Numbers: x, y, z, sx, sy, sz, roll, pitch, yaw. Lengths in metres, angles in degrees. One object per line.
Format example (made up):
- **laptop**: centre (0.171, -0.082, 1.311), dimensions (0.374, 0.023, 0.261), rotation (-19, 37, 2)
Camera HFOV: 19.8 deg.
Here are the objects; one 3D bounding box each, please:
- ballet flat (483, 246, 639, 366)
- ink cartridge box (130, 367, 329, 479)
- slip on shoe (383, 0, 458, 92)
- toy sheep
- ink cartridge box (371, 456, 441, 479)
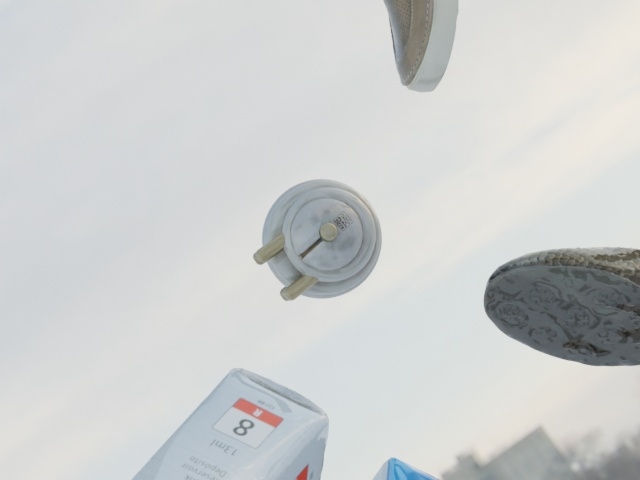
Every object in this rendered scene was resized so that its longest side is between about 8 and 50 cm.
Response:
- **ballet flat**: centre (0.229, 0.034, 1.158), dimensions (0.249, 0.058, 0.084), rotation (1, -49, 8)
- **ink cartridge box**: centre (-0.062, 0.146, 0.579), dimensions (0.179, 0.045, 0.145), rotation (-51, -23, -42)
- **slip on shoe**: centre (0.031, -0.128, 0.778), dimensions (0.041, 0.135, 0.051), rotation (3, -13, -16)
- **toy sheep**: centre (0.000, 0.000, 1.259), dimensions (0.091, 0.091, 0.132), rotation (-34, 5, -5)
- **ink cartridge box**: centre (0.096, 0.214, 0.839), dimensions (0.134, 0.231, 0.078), rotation (-57, 12, 27)
